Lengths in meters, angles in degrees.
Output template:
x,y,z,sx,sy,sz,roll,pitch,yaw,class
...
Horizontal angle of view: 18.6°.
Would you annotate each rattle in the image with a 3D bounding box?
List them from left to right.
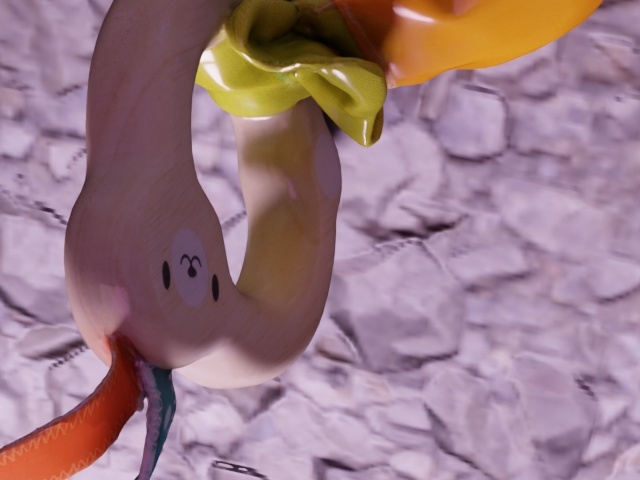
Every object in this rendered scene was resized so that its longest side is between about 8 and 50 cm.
x,y,z,sx,sy,sz,roll,pitch,yaw,class
0.000,0.000,0.537,0.142,0.200,0.130,5,124,12,rattle
